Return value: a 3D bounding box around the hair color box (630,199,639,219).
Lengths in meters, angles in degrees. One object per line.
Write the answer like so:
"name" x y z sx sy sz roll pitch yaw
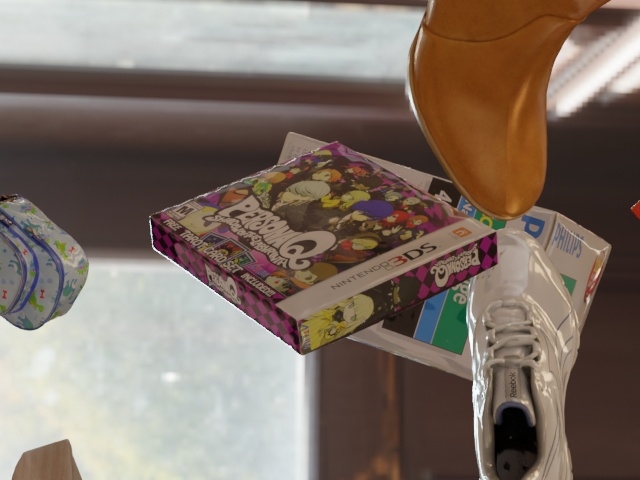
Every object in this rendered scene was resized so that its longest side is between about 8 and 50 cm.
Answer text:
"hair color box" 0.386 -0.065 1.792 0.043 0.072 0.141 49 149 8

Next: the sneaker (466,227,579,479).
"sneaker" 0.190 0.124 1.638 0.129 0.111 0.297 56 -152 -69

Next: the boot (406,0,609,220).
"boot" 0.155 -0.160 1.246 0.211 0.104 0.295 -5 103 55

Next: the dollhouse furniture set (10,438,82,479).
"dollhouse furniture set" -0.319 0.350 1.458 0.286 0.303 0.198 -114 6 -64

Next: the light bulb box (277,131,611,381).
"light bulb box" 0.140 0.037 2.226 0.358 0.361 0.225 18 -89 -69

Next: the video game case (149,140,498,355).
"video game case" 0.000 0.000 1.505 0.232 0.210 0.041 33 137 46

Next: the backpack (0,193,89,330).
"backpack" -0.286 0.028 1.644 0.105 0.114 0.084 -61 -13 26
